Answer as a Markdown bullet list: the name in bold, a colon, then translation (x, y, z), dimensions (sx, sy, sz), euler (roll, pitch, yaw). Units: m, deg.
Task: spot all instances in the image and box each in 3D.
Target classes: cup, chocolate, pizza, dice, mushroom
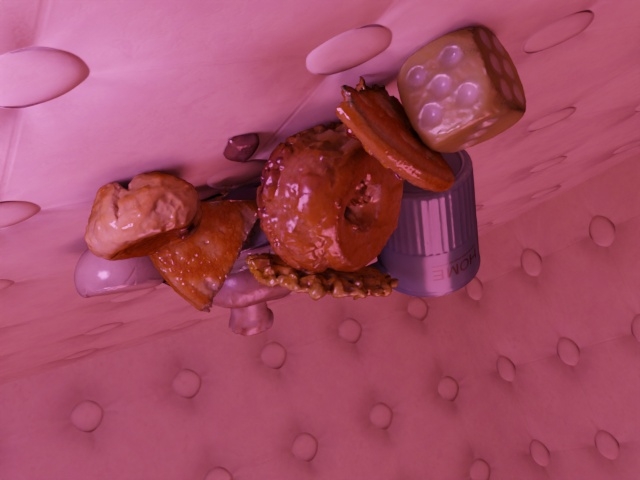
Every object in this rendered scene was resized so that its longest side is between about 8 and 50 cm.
- **cup**: translation (0.216, -0.059, 1.813), dimensions (0.331, 0.257, 0.311), euler (-4, 131, 8)
- **chocolate**: translation (-0.152, -0.171, 1.438), dimensions (0.064, 0.031, 0.101), euler (-11, 168, -22)
- **pizza**: translation (0.117, -0.196, 1.348), dimensions (0.289, 0.228, 0.081), euler (29, 124, -33)
- **dice**: translation (0.251, -0.263, 1.326), dimensions (0.169, 0.169, 0.166), euler (-27, 168, 34)
- **pizza**: translation (-0.228, -0.004, 1.630), dimensions (0.288, 0.280, 0.075), euler (-27, -172, -16)
- **mushroom**: translation (-0.202, 0.122, 2.053), dimensions (0.297, 0.290, 0.297), euler (-3, -163, 1)

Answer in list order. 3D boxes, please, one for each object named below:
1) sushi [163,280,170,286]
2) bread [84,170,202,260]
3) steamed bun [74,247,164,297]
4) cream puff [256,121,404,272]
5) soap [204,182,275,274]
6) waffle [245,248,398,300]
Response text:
- **sushi**: translation (-0.414, 0.074, 2.206), dimensions (0.139, 0.031, 0.201), euler (-39, 168, -4)
- **bread**: translation (-0.336, -0.051, 1.436), dimensions (0.244, 0.134, 0.244), euler (-22, 171, -3)
- **steamed bun**: translation (-0.466, 0.058, 1.750), dimensions (0.177, 0.130, 0.228), euler (-15, 176, 36)
- **cream puff**: translation (0.015, -0.101, 1.504), dimensions (0.231, 0.343, 0.327), euler (19, 171, 35)
- **soap**: translation (-0.112, -0.042, 1.828), dimensions (0.446, 0.156, 0.261), euler (-15, 166, -26)
- **waffle**: translation (0.002, 0.074, 1.636), dimensions (0.312, 0.060, 0.307), euler (2, -168, -40)
